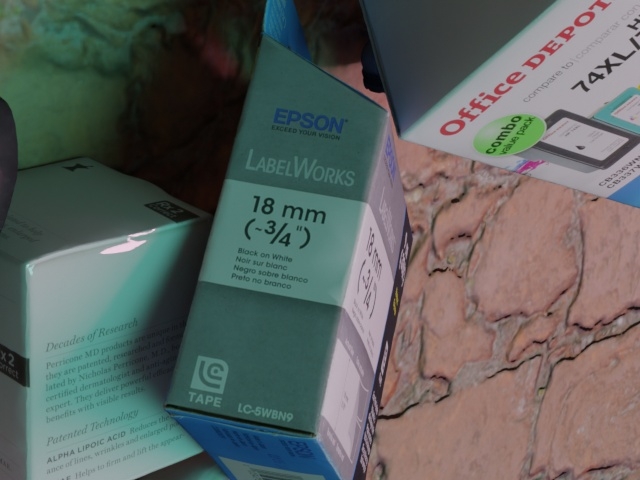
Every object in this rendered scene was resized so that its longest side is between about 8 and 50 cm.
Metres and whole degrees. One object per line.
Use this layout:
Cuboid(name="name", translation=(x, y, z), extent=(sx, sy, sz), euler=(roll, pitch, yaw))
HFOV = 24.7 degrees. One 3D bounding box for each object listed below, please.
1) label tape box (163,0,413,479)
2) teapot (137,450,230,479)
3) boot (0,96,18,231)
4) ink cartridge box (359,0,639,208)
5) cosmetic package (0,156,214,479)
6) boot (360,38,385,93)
Cuboid(name="label tape box", translation=(0.000, 0.000, 1.041), extent=(0.240, 0.106, 0.334), euler=(70, 31, -68))
Cuboid(name="teapot", translation=(-0.099, 0.285, 1.171), extent=(0.256, 0.187, 0.252), euler=(55, 44, -17))
Cuboid(name="boot", translation=(-0.308, -0.069, 0.701), extent=(0.367, 0.146, 0.445), euler=(-47, 150, 20))
Cuboid(name="ink cartridge box", translation=(0.191, -0.172, 1.037), extent=(0.270, 0.197, 0.198), euler=(12, 142, -36))
Cuboid(name="cosmetic package", translation=(-0.176, 0.058, 0.993), extent=(0.151, 0.151, 0.184), euler=(-17, 119, -41))
Cuboid(name="boot", translation=(0.125, -0.283, 1.205), extent=(0.338, 0.118, 0.223), euler=(-43, 128, -34))
